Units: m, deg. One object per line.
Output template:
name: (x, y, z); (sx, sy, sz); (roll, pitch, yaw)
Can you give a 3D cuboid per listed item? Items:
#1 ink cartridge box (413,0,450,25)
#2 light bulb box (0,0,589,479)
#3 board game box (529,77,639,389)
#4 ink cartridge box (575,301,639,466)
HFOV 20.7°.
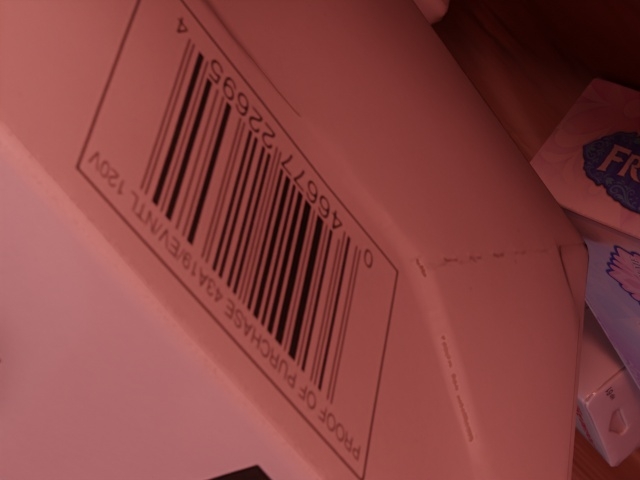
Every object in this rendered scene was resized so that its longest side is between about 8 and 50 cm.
ink cartridge box: (-0.169, -0.155, 0.659); (0.330, 0.071, 0.324); (-18, 132, 31)
light bulb box: (-0.148, 0.016, 0.616); (0.361, 0.225, 0.358); (-20, 127, 29)
board game box: (0.268, 0.092, 0.719); (0.318, 0.066, 0.319); (26, 162, 40)
ink cartridge box: (0.123, 0.045, 0.893); (0.122, 0.052, 0.088); (50, 176, 34)
